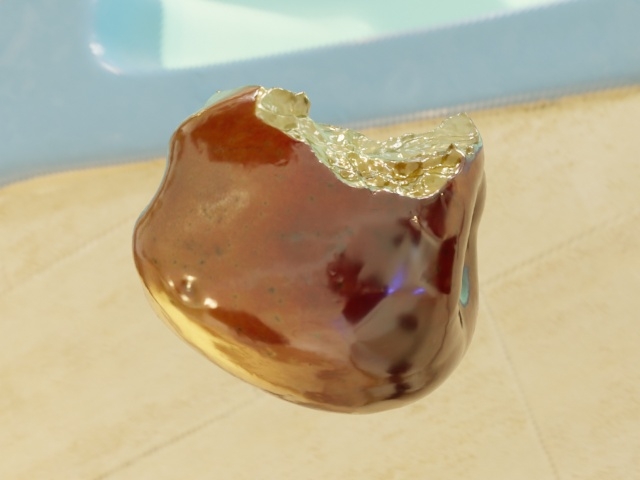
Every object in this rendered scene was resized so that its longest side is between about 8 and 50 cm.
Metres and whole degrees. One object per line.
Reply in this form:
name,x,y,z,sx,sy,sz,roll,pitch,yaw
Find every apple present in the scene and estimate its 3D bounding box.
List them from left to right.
apple,-0.004,0.006,0.701,0.158,0.156,0.147,6,88,10
